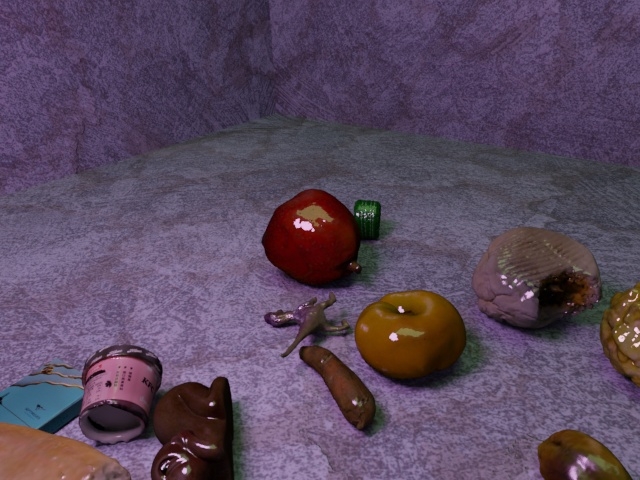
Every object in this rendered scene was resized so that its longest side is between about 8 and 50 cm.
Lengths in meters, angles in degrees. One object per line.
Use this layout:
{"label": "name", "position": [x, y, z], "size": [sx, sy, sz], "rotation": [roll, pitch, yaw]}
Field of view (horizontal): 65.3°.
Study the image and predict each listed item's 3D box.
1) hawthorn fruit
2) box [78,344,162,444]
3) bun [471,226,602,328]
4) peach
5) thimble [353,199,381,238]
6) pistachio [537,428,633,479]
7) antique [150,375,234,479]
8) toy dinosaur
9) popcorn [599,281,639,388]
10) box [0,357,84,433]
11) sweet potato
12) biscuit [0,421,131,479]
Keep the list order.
{"label": "hawthorn fruit", "position": [0.000, 0.000, 1.417], "size": [0.307, 0.265, 0.265], "rotation": [30, 40, 33]}
{"label": "box", "position": [-0.387, 0.298, 0.957], "size": [0.151, 0.151, 0.135], "rotation": [-5, 35, -7]}
{"label": "bun", "position": [0.513, 0.105, 1.227], "size": [0.281, 0.205, 0.282], "rotation": [-1, 41, 1]}
{"label": "peach", "position": [0.194, 0.204, 1.114], "size": [0.251, 0.153, 0.251], "rotation": [-8, 12, 2]}
{"label": "thimble", "position": [0.155, -0.067, 1.665], "size": [0.090, 0.130, 0.118], "rotation": [2, 46, 8]}
{"label": "pistachio", "position": [0.426, 0.376, 0.798], "size": [0.100, 0.110, 0.189], "rotation": [23, 17, -24]}
{"label": "antique", "position": [-0.228, 0.346, 0.879], "size": [0.143, 0.121, 0.257], "rotation": [-9, 27, -9]}
{"label": "toy dinosaur", "position": [-0.031, 0.203, 1.187], "size": [0.199, 0.072, 0.251], "rotation": [-14, 25, -17]}
{"label": "popcorn", "position": [0.708, 0.205, 1.019], "size": [0.212, 0.259, 0.259], "rotation": [-4, 23, -40]}
{"label": "box", "position": [-0.580, 0.338, 0.997], "size": [0.161, 0.042, 0.229], "rotation": [15, 32, 29]}
{"label": "sweet potato", "position": [0.034, 0.286, 1.038], "size": [0.075, 0.075, 0.273], "rotation": [-14, 27, -23]}
{"label": "biscuit", "position": [-0.500, 0.427, 0.637], "size": [0.445, 0.104, 0.429], "rotation": [9, 49, 30]}
